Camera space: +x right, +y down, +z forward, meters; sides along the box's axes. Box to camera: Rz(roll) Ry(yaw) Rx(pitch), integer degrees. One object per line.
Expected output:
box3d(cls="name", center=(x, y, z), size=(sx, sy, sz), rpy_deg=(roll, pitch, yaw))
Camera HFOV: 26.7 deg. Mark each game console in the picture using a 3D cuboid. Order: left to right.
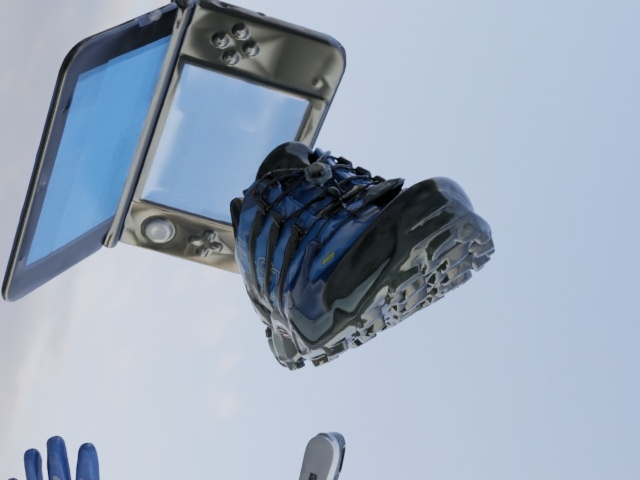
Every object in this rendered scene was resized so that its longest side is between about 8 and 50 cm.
box3d(cls="game console", center=(-0.134, -0.063, 1.253), size=(0.173, 0.250, 0.293), rpy_deg=(-89, -161, -52))

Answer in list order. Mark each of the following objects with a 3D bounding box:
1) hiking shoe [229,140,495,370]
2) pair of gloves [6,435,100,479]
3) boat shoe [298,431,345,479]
box3d(cls="hiking shoe", center=(0.000, 0.000, 0.824), size=(0.132, 0.113, 0.304), rpy_deg=(61, -21, 2))
box3d(cls="pair of gloves", center=(-0.192, 0.207, 0.823), size=(0.023, 0.198, 0.159), rpy_deg=(-18, 95, -79))
box3d(cls="boat shoe", center=(-0.005, 0.271, 1.455), size=(0.049, 0.040, 0.142), rpy_deg=(26, -74, 25))
